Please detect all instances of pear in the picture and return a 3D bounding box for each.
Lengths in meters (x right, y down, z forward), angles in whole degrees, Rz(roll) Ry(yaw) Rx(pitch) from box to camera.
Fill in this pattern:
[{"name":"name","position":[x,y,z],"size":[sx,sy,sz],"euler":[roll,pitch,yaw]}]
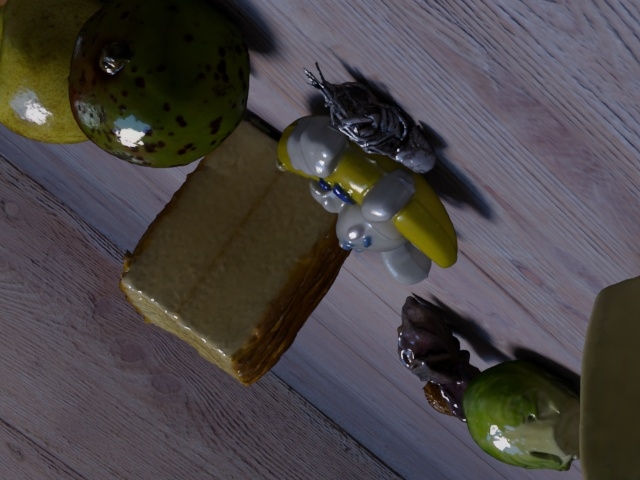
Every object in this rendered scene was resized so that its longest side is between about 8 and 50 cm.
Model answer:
[{"name":"pear","position":[-0.308,-0.212,1.884],"size":[0.197,0.197,0.197],"euler":[34,168,8]}]

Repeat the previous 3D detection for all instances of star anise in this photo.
[{"name":"star anise","position":[0.169,0.168,2.197],"size":[0.212,0.073,0.197],"euler":[47,-164,-28]}]

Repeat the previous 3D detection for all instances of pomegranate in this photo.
[{"name":"pomegranate","position":[-0.165,-0.183,1.662],"size":[0.198,0.198,0.246],"euler":[37,-152,-6]}]

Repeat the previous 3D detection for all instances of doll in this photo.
[{"name":"doll","position":[0.052,-0.044,1.689],"size":[0.237,0.111,0.252],"euler":[36,167,-5]}]

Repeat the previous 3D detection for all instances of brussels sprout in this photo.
[{"name":"brussels sprout","position":[0.273,0.235,2.075],"size":[0.161,0.144,0.180],"euler":[43,165,-19]}]

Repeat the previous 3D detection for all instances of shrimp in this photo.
[{"name":"shrimp","position":[0.046,-0.120,1.546],"size":[0.165,0.057,0.065],"euler":[30,-173,-22]}]

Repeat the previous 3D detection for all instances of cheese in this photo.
[{"name":"cheese","position":[0.350,0.197,1.452],"size":[0.123,0.243,0.265],"euler":[-23,130,29]}]

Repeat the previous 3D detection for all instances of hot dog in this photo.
[{"name":"hot dog","position":[0.211,0.279,2.695],"size":[0.083,0.035,0.058],"euler":[35,172,6]}]

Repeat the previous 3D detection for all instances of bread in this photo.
[{"name":"bread","position":[-0.098,0.024,2.001],"size":[0.207,0.279,0.279],"euler":[32,166,7]}]

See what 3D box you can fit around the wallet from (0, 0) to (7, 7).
[{"name":"wallet","position":[-0.449,-0.364,2.034],"size":[0.161,0.042,0.195],"euler":[21,161,50]}]
